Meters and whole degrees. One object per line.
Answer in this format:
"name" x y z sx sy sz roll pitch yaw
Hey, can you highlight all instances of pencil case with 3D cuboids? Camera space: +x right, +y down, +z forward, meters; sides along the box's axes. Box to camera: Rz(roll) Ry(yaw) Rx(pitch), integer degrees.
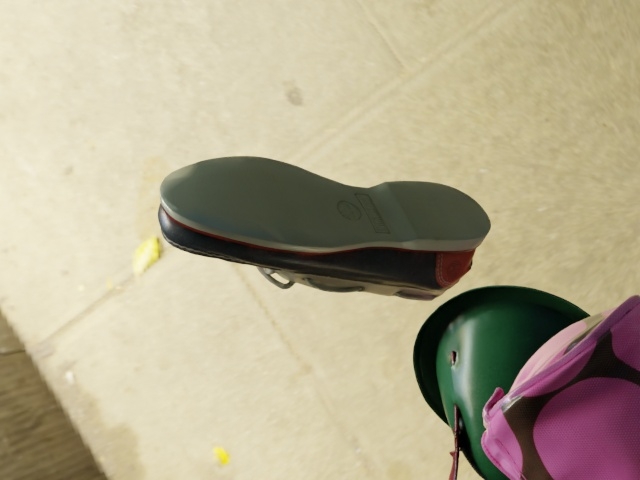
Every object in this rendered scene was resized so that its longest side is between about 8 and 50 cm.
"pencil case" 0.146 0.131 0.521 0.098 0.095 0.209 -33 80 5

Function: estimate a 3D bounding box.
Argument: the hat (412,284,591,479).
"hat" 0.140 0.169 0.998 0.173 0.183 0.208 0 126 18

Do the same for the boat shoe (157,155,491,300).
"boat shoe" 0.000 0.000 0.488 0.043 0.137 0.049 -60 39 38
